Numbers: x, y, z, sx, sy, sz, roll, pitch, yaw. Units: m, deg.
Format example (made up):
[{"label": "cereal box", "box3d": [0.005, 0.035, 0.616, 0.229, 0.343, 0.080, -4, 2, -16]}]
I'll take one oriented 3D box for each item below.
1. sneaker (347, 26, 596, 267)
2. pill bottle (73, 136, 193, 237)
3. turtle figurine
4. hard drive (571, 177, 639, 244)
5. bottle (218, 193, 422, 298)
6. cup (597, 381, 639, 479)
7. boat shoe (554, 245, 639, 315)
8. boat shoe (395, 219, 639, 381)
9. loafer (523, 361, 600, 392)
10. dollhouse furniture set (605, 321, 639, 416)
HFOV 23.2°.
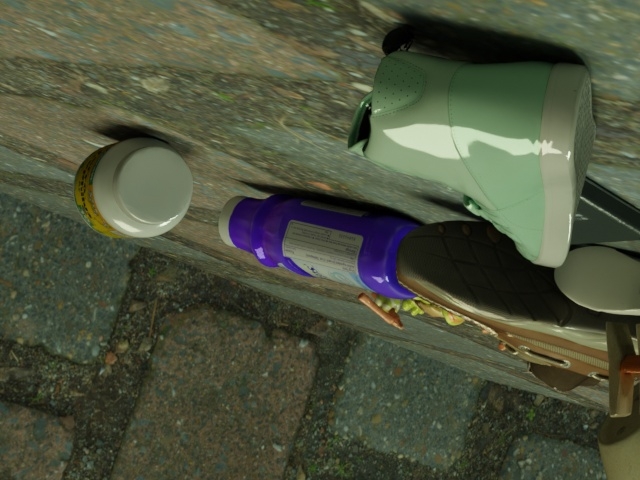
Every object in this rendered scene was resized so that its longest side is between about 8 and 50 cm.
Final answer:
[{"label": "sneaker", "box3d": [0.101, -0.060, 1.034, 0.151, 0.094, 0.256, 10, 162, 13]}, {"label": "pill bottle", "box3d": [-0.217, -0.061, 1.830, 0.118, 0.117, 0.208, 20, 174, -18]}, {"label": "turtle figurine", "box3d": [0.145, 0.075, 2.149, 0.270, 0.087, 0.217, 11, -175, -24]}, {"label": "hard drive", "box3d": [0.203, -0.026, 1.303, 0.094, 0.022, 0.135, -5, 160, 40]}, {"label": "bottle", "box3d": [0.000, 0.000, 1.862, 0.283, 0.092, 0.118, 13, 173, 39]}, {"label": "cup", "box3d": [0.573, 0.338, 2.426, 0.237, 0.331, 0.331, 44, 169, -8]}, {"label": "boat shoe", "box3d": [0.323, 0.046, 1.539, 0.184, 0.066, 0.063, 3, 166, 31]}, {"label": "boat shoe", "box3d": [0.225, 0.078, 1.622, 0.324, 0.123, 0.116, 19, 139, -5]}, {"label": "loafer", "box3d": [0.323, 0.124, 1.865, 0.134, 0.130, 0.366, 18, 174, 3]}, {"label": "dollhouse furniture set", "box3d": [0.435, 0.147, 1.480, 0.262, 0.135, 0.259, -2, 175, 33]}]
